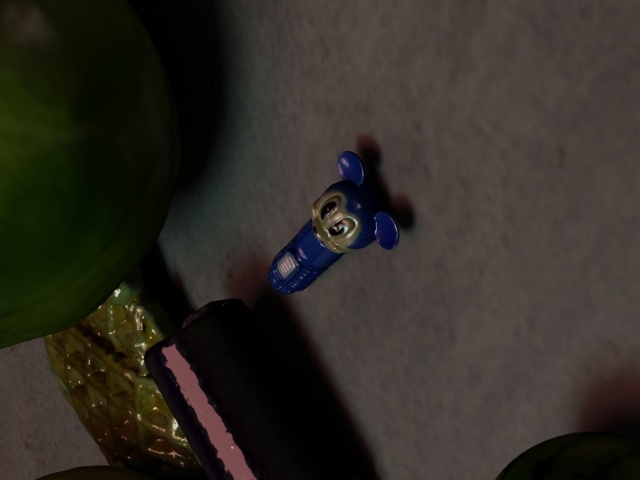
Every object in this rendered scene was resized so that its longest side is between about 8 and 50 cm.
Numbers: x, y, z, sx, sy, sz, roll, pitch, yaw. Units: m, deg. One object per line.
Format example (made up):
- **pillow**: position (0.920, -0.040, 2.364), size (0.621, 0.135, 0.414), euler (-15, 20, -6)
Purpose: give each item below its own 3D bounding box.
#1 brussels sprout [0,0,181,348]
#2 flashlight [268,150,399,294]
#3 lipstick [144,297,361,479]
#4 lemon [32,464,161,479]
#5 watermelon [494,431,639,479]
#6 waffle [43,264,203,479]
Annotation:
- **brussels sprout**: position (-0.241, -0.074, 0.711), size (0.344, 0.344, 0.268), euler (-5, 66, 55)
- **flashlight**: position (0.000, 0.000, 0.641), size (0.057, 0.035, 0.121), euler (61, 145, 10)
- **lipstick**: position (-0.004, 0.174, 0.705), size (0.300, 0.081, 0.081), euler (57, 145, 7)
- **lemon**: position (-0.162, 0.296, 0.843), size (0.267, 0.267, 0.267), euler (30, 131, 43)
- **watermelon**: position (0.112, 0.134, 0.498), size (0.109, 0.109, 0.109), euler (30, 131, 43)
- **waffle**: position (-0.153, 0.096, 0.887), size (0.214, 0.054, 0.208), euler (-35, 79, 56)
